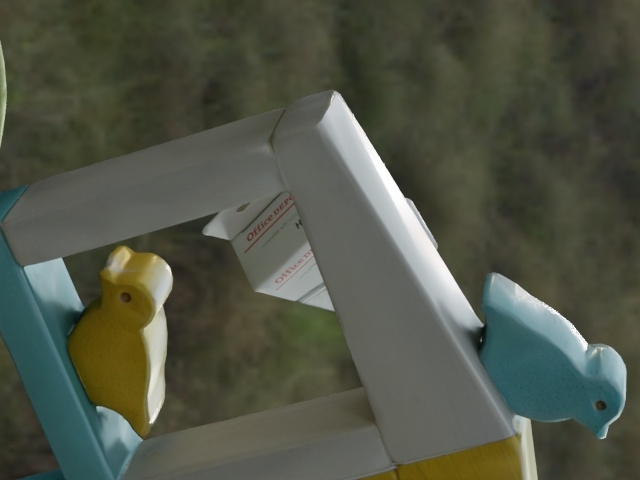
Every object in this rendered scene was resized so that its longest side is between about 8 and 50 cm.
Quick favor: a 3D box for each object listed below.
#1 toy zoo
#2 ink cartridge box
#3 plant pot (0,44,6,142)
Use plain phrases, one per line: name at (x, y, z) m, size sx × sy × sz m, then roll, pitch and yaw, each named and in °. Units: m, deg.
toy zoo at (-0.057, 0.077, 0.524) m, size 0.030 × 0.293 × 0.192 m, roll -66°, pitch 138°, yaw -65°
ink cartridge box at (0.000, 0.000, 0.743) m, size 0.083 × 0.048 × 0.028 m, roll 16°, pitch 38°, yaw -46°
plant pot at (-0.326, -0.087, 0.760) m, size 0.275 × 0.293 × 0.275 m, roll -36°, pitch 151°, yaw -24°
